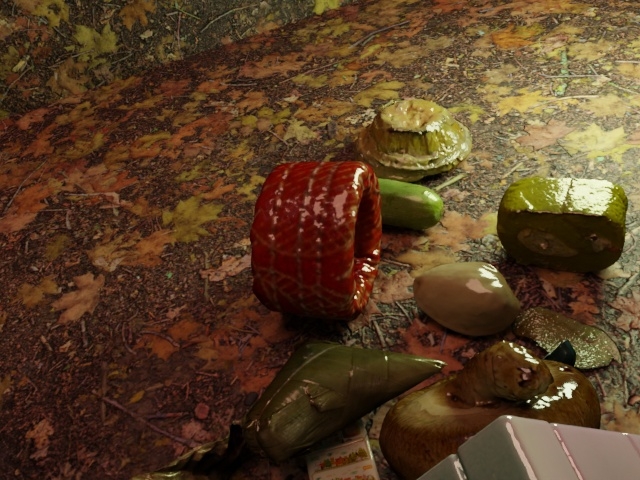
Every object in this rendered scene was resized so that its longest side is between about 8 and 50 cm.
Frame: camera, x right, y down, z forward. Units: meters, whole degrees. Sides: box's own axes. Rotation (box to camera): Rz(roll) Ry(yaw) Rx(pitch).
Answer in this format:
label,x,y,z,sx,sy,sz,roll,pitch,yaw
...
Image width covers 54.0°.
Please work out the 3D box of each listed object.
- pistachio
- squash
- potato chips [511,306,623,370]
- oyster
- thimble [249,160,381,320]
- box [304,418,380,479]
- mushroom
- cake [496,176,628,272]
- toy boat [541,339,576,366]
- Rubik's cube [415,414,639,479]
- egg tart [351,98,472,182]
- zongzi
label,x,y,z,sx,sy,sz,roll,pitch,yaw
pistachio,0.301,0.115,1.298,0.223,0.126,0.152,15,84,31
squash,0.139,-0.105,1.607,0.370,0.118,0.118,14,48,32
potato chips,0.478,0.196,1.227,0.209,0.026,0.142,7,41,21
oyster,-0.202,0.397,1.098,0.294,0.166,0.094,-31,55,-21
thimble,0.000,0.000,1.367,0.230,0.350,0.350,4,43,18
box,0.042,0.416,1.096,0.122,0.032,0.220,-15,39,-2
mushroom,0.261,0.295,0.996,0.345,0.345,0.239,-1,72,16
cake,0.518,-0.031,1.359,0.260,0.179,0.156,6,43,28
toy boat,0.425,0.222,1.121,0.055,0.141,0.060,-32,51,-20
Rubik's cube,0.258,0.420,0.692,0.318,0.322,0.316,17,36,-34
egg tart,0.257,-0.304,1.783,0.351,0.150,0.352,-6,42,5
zongzi,0.043,0.281,1.095,0.300,0.145,0.274,-4,23,29
